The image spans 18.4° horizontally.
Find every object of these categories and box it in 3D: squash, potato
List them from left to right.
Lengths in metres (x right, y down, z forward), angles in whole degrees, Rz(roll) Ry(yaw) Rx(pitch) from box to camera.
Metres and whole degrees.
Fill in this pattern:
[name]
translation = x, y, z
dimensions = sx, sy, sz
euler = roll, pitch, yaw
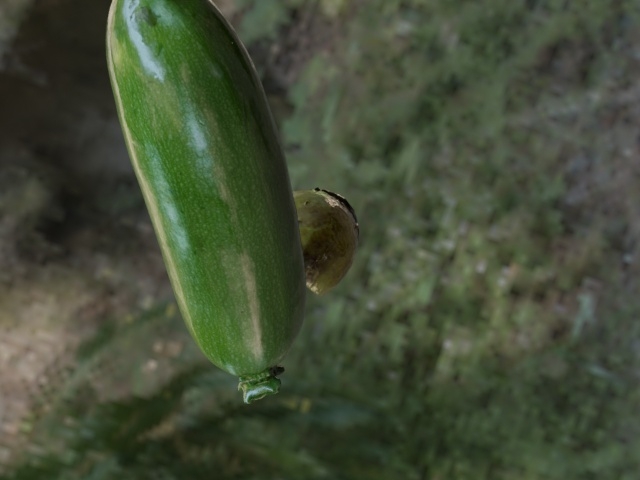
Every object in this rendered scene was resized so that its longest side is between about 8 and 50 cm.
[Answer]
[squash]
translation = -0.071, -0.026, 1.411
dimensions = 0.107, 0.107, 0.395
euler = -81, -15, -45
[potato]
translation = 0.000, 0.000, 1.716
dimensions = 0.066, 0.096, 0.103
euler = -40, 19, 10
